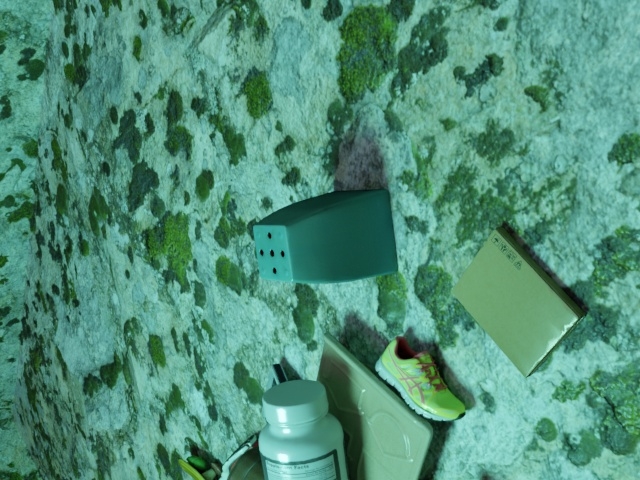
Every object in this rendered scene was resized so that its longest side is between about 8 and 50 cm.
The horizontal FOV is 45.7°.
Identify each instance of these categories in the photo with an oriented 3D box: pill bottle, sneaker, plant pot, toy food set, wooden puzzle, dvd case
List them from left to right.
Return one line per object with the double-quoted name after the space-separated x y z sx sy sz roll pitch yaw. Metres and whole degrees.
-0.325 0.682 2.204 0.218 0.071 0.128 16 137 50 "toy food set"
-0.193 0.621 2.011 0.118 0.107 0.279 35 132 17 "sneaker"
-0.118 0.613 1.853 0.165 0.167 0.167 16 113 40 "plant pot"
-0.082 0.437 1.786 0.238 0.030 0.179 -118 31 -44 "dvd case"
-0.032 0.458 1.559 0.176 0.176 0.318 7 109 50 "pill bottle"
0.000 0.000 1.453 0.165 0.234 0.165 2 101 51 "plant pot"
0.101 0.399 1.576 0.322 0.080 0.347 39 133 41 "wooden puzzle"
0.191 0.256 1.422 0.208 0.081 0.094 35 116 35 "sneaker"

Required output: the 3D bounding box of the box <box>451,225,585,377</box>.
0.320 0.103 1.260 0.201 0.021 0.164 52 136 27 "box"
